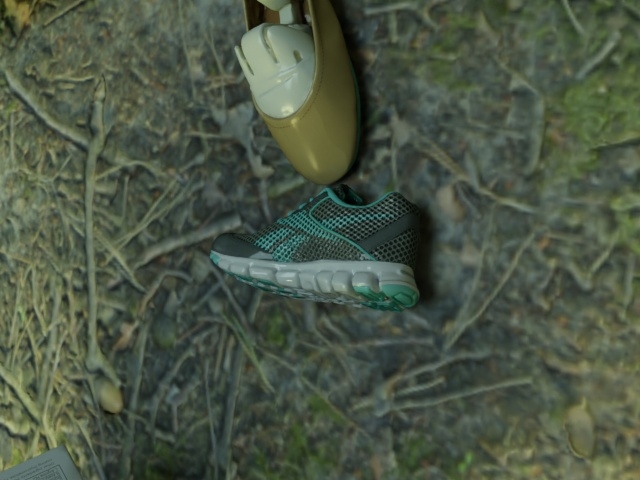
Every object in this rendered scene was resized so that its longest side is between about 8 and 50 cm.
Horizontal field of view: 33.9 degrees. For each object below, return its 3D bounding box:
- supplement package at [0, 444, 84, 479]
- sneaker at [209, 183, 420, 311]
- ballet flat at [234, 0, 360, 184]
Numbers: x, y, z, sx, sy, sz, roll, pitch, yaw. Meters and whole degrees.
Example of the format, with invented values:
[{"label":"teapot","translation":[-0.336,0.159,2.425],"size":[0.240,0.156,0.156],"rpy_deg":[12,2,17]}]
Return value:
[{"label":"supplement package","translation":[-0.198,0.322,0.687],"size":[0.263,0.198,0.199],"rpy_deg":[50,149,31]},{"label":"sneaker","translation":[0.000,0.000,0.679],"size":[0.166,0.065,0.076],"rpy_deg":[5,74,38]},{"label":"ballet flat","translation":[-0.031,-0.149,0.696],"size":[0.080,0.073,0.232],"rpy_deg":[-20,75,39]}]
